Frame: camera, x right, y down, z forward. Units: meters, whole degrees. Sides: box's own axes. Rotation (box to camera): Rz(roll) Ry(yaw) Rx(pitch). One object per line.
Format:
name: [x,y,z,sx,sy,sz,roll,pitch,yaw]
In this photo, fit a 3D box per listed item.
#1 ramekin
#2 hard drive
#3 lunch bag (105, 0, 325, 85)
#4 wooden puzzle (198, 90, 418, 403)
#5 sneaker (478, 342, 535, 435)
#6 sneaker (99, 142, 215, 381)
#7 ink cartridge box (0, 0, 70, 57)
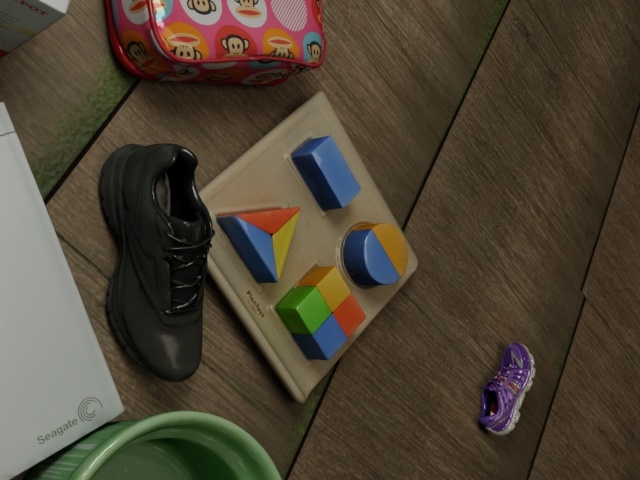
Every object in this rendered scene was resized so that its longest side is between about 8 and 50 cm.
ramekin: [-0.190,0.335,0.906,0.303,0.148,0.304,7,79,-42]
hard drive: [-0.355,0.063,0.826,0.233,0.047,0.353,-27,103,-42]
lunch bag: [-0.132,-0.335,1.075,0.293,0.120,0.258,-7,88,-43]
wooden puzzle: [0.000,0.000,1.180,0.348,0.080,0.322,-48,116,-37]
sneaker: [0.319,0.250,1.458,0.071,0.068,0.170,36,62,-28]
sneaker: [-0.179,0.024,0.975,0.109,0.130,0.286,-13,95,-46]
ink cartridge box: [-0.331,-0.281,0.840,0.128,0.176,0.127,25,68,-39]
